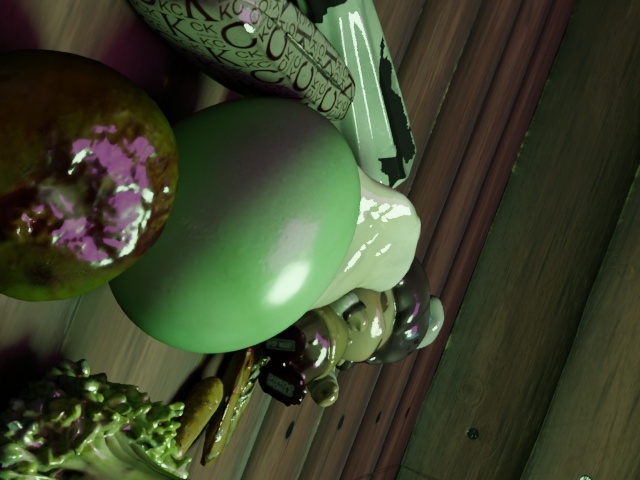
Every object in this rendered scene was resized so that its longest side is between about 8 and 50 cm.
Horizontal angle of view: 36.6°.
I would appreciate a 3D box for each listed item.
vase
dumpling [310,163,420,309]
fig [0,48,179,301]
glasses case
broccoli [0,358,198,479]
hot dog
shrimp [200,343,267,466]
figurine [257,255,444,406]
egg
[{"bbox_3d":[0.032,-0.204,1.190,0.165,0.165,0.360,-58,155,-30],"label":"vase"},{"bbox_3d":[0.000,0.000,1.173,0.318,0.243,0.187,89,6,-59],"label":"dumpling"},{"bbox_3d":[-0.193,-0.056,0.706,0.191,0.181,0.181,-86,-173,-67],"label":"fig"},{"bbox_3d":[-0.064,-0.190,0.950,0.085,0.137,0.355,-70,160,-1],"label":"glasses case"},{"bbox_3d":[-0.191,0.248,0.887,0.263,0.243,0.247,96,10,-50],"label":"broccoli"},{"bbox_3d":[-0.187,0.254,1.208,0.066,0.047,0.215,-31,-159,56],"label":"hot dog"},{"bbox_3d":[-0.116,0.193,1.310,0.133,0.053,0.236,73,38,-75],"label":"shrimp"},{"bbox_3d":[0.050,0.112,1.412,0.365,0.206,0.218,-46,126,-70],"label":"figurine"},{"bbox_3d":[-0.083,-0.018,0.931,0.269,0.220,0.220,-49,159,-3],"label":"egg"}]
